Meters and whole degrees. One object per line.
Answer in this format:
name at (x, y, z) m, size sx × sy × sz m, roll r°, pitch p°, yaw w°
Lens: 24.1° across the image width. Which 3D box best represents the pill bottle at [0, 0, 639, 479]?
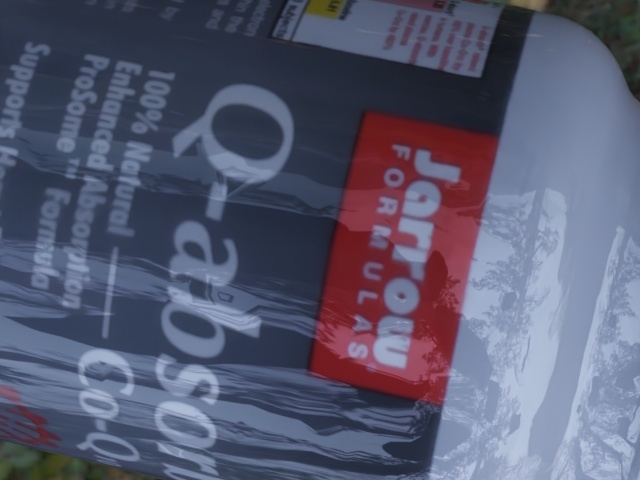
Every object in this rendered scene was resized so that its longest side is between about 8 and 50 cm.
pill bottle at (0.000, 0.000, 0.588) m, size 0.363 × 0.210 × 0.210 m, roll 12°, pitch 152°, yaw 9°
